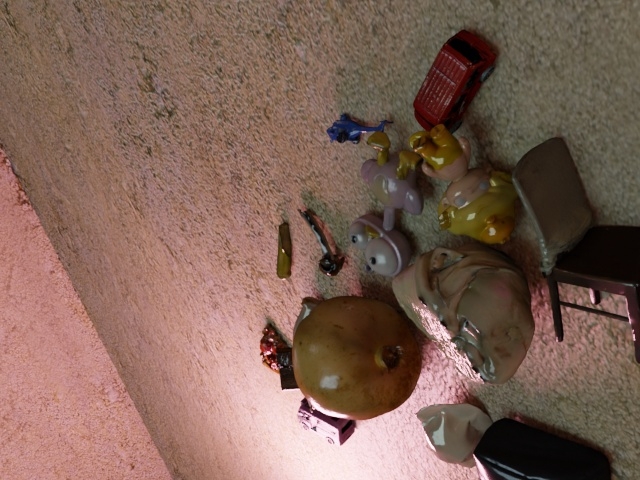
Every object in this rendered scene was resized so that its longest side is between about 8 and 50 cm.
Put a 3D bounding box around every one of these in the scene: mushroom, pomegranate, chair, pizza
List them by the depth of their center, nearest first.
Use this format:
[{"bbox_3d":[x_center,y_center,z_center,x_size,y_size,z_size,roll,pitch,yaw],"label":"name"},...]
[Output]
[{"bbox_3d":[0.431,0.007,0.990,0.186,0.160,0.319,11,128,51],"label":"chair"},{"bbox_3d":[0.088,0.270,1.488,0.319,0.319,0.319,29,138,30],"label":"pomegranate"},{"bbox_3d":[0.000,0.000,1.573,0.060,0.061,0.187,-28,85,41],"label":"mushroom"},{"bbox_3d":[-0.019,0.314,1.778,0.109,0.097,0.352,-2,116,8],"label":"mushroom"},{"bbox_3d":[-0.150,0.354,2.028,0.201,0.053,0.193,-9,112,52],"label":"pizza"}]

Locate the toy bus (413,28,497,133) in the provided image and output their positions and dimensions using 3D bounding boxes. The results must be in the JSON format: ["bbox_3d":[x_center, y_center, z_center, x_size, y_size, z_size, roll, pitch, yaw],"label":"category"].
[{"bbox_3d":[0.210,-0.248,1.079,0.081,0.089,0.195,44,144,14],"label":"toy bus"}]

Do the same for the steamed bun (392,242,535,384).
[{"bbox_3d":[0.289,0.114,1.218,0.268,0.207,0.280,51,172,3],"label":"steamed bun"}]

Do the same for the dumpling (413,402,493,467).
[{"bbox_3d":[0.331,0.459,1.529,0.166,0.126,0.216,-23,92,27],"label":"dumpling"}]

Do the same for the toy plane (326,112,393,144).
[{"bbox_3d":[0.071,-0.226,1.298,0.167,0.054,0.062,9,100,46],"label":"toy plane"}]

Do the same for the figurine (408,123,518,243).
[{"bbox_3d":[0.252,-0.092,1.115,0.156,0.131,0.246,-32,115,15],"label":"figurine"}]

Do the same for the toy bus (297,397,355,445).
[{"bbox_3d":[0.014,0.546,1.978,0.178,0.087,0.098,18,130,35],"label":"toy bus"}]

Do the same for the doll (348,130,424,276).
[{"bbox_3d":[0.135,-0.055,1.327,0.160,0.094,0.365,38,141,26],"label":"doll"}]

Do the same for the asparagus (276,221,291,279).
[{"bbox_3d":[-0.095,0.028,1.706,0.045,0.041,0.178,-96,8,-47],"label":"asparagus"}]

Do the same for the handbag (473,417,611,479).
[{"bbox_3d":[0.479,0.564,1.377,0.275,0.178,0.302,13,128,43],"label":"handbag"}]

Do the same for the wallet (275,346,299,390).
[{"bbox_3d":[0.007,0.340,1.718,0.243,0.039,0.133,-4,109,5],"label":"wallet"}]
